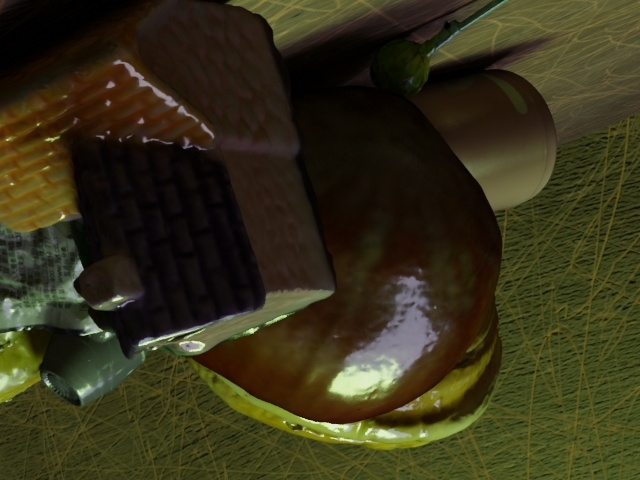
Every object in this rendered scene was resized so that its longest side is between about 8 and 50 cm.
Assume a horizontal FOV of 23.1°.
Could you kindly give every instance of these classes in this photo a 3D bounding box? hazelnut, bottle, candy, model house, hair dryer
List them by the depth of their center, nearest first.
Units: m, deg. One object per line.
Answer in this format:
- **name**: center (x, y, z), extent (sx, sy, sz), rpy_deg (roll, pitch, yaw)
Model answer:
- **model house**: center (-0.141, -0.035, 1.071), extent (0.202, 0.237, 0.237), rpy_deg (-16, 173, 24)
- **candy**: center (0.131, -0.201, 1.511), extent (0.194, 0.058, 0.062), rpy_deg (-32, 180, 20)
- **hazelnut**: center (-0.003, 0.003, 1.556), extent (0.365, 0.366, 0.366), rpy_deg (-21, 175, -2)
- **bottle**: center (0.135, -0.104, 1.835), extent (0.296, 0.173, 0.206), rpy_deg (-14, 180, -39)
- **hair dryer**: center (-0.229, 0.031, 1.954), extent (0.301, 0.121, 0.361), rpy_deg (-52, 172, -27)

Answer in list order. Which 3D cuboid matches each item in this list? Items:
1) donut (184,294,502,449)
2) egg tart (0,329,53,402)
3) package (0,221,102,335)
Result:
- **donut**: center (0.020, 0.067, 1.893), extent (0.448, 0.449, 0.198), rpy_deg (-17, 146, -43)
- **egg tart**: center (-0.467, 0.148, 2.114), extent (0.387, 0.169, 0.388), rpy_deg (-26, 177, -2)
- **package**: center (-0.232, 0.009, 1.275), extent (0.231, 0.166, 0.040), rpy_deg (2, -150, 9)
